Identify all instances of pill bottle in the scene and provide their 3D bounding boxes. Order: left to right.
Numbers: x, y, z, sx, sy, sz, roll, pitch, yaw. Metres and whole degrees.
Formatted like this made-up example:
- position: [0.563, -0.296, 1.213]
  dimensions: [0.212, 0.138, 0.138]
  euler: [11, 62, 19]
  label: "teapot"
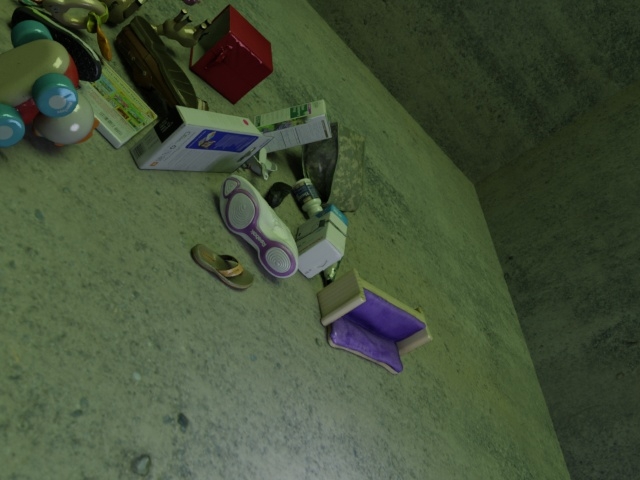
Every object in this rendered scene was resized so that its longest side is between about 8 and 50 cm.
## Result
- position: [-0.039, -0.134, 1.963]
  dimensions: [0.067, 0.067, 0.120]
  euler: [1, 58, -59]
  label: "pill bottle"

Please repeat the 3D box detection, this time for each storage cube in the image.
- position: [-0.284, -0.593, 1.959]
  dimensions: [0.193, 0.184, 0.215]
  euler: [36, 31, -37]
  label: "storage cube"

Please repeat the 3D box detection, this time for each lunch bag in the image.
- position: [0.046, -0.237, 2.102]
  dimensions: [0.235, 0.169, 0.286]
  euler: [7, 83, -61]
  label: "lunch bag"

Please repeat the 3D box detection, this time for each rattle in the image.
- position: [-0.606, -0.510, 1.443]
  dimensions: [0.200, 0.130, 0.142]
  euler: [-1, 96, -47]
  label: "rattle"

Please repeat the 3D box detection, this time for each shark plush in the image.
- position: [0.041, 0.101, 1.841]
  dimensions: [0.161, 0.073, 0.067]
  euler: [-97, 173, -51]
  label: "shark plush"

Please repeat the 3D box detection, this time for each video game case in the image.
- position: [-0.515, -0.341, 1.449]
  dimensions: [0.227, 0.026, 0.206]
  euler: [47, 27, -15]
  label: "video game case"

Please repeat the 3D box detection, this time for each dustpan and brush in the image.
- position: [-0.181, -0.233, 1.846]
  dimensions: [0.147, 0.060, 0.211]
  euler: [38, 30, -31]
  label: "dustpan and brush"

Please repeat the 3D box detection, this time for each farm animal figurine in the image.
- position: [-0.506, -0.681, 1.727]
  dimensions: [0.330, 0.172, 0.327]
  euler: [59, 37, -10]
  label: "farm animal figurine"

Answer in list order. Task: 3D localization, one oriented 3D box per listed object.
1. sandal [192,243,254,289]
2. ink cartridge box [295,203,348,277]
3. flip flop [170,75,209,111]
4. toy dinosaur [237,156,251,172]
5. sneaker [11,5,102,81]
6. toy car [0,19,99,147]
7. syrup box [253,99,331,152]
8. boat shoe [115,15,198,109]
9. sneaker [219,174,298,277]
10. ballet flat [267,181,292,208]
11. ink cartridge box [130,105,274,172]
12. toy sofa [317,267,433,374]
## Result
- position: [-0.222, 0.059, 1.445]
  dimensions: [0.180, 0.049, 0.072]
  euler: [37, 31, -33]
  label: "sandal"
- position: [0.000, 0.000, 1.787]
  dimensions: [0.082, 0.140, 0.190]
  euler: [46, 27, -21]
  label: "ink cartridge box"
- position: [-0.357, -0.381, 1.698]
  dimensions: [0.112, 0.080, 0.277]
  euler: [16, 46, -53]
  label: "flip flop"
- position: [-0.238, -0.243, 1.788]
  dimensions: [0.090, 0.047, 0.082]
  euler: [61, 6, 35]
  label: "toy dinosaur"
- position: [-0.574, -0.450, 1.368]
  dimensions: [0.235, 0.084, 0.097]
  euler: [39, 26, -3]
  label: "sneaker"
- position: [-0.535, -0.249, 1.183]
  dimensions: [0.219, 0.210, 0.238]
  euler: [55, -6, 32]
  label: "toy car"
- position: [-0.089, -0.361, 1.940]
  dimensions: [0.093, 0.237, 0.096]
  euler: [-95, 169, -46]
  label: "syrup box"
- position: [-0.435, -0.441, 1.620]
  dimensions: [0.307, 0.104, 0.111]
  euler: [59, 17, 11]
  label: "boat shoe"
- position: [-0.162, -0.038, 1.627]
  dimensions: [0.305, 0.114, 0.152]
  euler: [57, 12, -6]
  label: "sneaker"
- position: [-0.128, -0.144, 1.867]
  dimensions: [0.058, 0.049, 0.173]
  euler: [22, 22, 6]
  label: "ballet flat"
- position: [-0.287, -0.246, 1.550]
  dimensions: [0.371, 0.176, 0.069]
  euler: [-5, 62, -61]
  label: "ink cartridge box"
- position: [0.168, 0.244, 1.775]
  dimensions: [0.363, 0.150, 0.177]
  euler: [32, 33, -40]
  label: "toy sofa"
